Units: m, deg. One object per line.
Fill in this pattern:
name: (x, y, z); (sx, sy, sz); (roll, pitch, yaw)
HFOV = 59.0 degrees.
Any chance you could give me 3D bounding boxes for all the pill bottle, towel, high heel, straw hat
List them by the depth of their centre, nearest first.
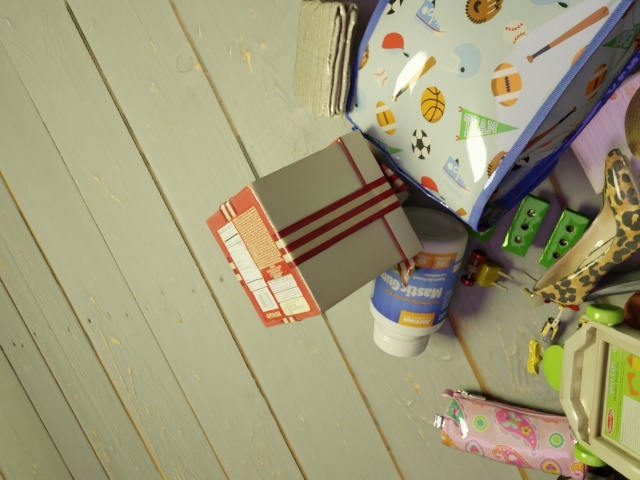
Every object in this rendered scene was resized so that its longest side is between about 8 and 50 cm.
straw hat: (0.499, -0.168, 0.780); (0.061, 0.144, 0.144); (12, 122, -22)
high heel: (0.408, -0.008, 0.884); (0.186, 0.093, 0.261); (-13, 118, 24)
towel: (0.003, -0.323, 0.989); (0.049, 0.282, 0.187); (1, 114, -16)
pill bottle: (0.176, 0.086, 1.079); (0.152, 0.152, 0.271); (20, 122, 21)

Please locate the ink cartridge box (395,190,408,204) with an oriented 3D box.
ink cartridge box: (0.079, -0.057, 1.124); (0.115, 0.067, 0.198); (43, 111, 7)

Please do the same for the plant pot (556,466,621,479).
plant pot: (0.530, 0.553, 1.050); (0.215, 0.215, 0.230); (-21, 85, 33)

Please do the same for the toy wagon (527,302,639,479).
toy wagon: (0.466, 0.239, 0.909); (0.068, 0.344, 0.267); (-2, 100, -15)

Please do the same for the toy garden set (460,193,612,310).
toy garden set: (0.383, 0.024, 1.013); (0.244, 0.049, 0.203); (25, 117, 18)

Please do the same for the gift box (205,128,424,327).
gift box: (0.000, 0.000, 0.959); (0.255, 0.258, 0.276); (-16, 103, 59)

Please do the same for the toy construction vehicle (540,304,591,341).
toy construction vehicle: (0.454, 0.171, 1.033); (0.086, 0.035, 0.098); (28, 119, 17)

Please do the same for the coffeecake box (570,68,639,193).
coffeecake box: (0.484, -0.179, 0.865); (0.186, 0.068, 0.142); (-28, 93, 34)

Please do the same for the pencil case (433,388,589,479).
pencil case: (0.375, 0.374, 1.104); (0.284, 0.124, 0.124); (7, 111, 28)

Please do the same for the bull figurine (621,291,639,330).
bull figurine: (0.548, 0.238, 0.932); (0.101, 0.188, 0.310); (-5, 102, -10)

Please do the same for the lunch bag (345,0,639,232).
lunch bag: (0.239, -0.252, 0.842); (0.328, 0.239, 0.385); (46, 118, 28)
